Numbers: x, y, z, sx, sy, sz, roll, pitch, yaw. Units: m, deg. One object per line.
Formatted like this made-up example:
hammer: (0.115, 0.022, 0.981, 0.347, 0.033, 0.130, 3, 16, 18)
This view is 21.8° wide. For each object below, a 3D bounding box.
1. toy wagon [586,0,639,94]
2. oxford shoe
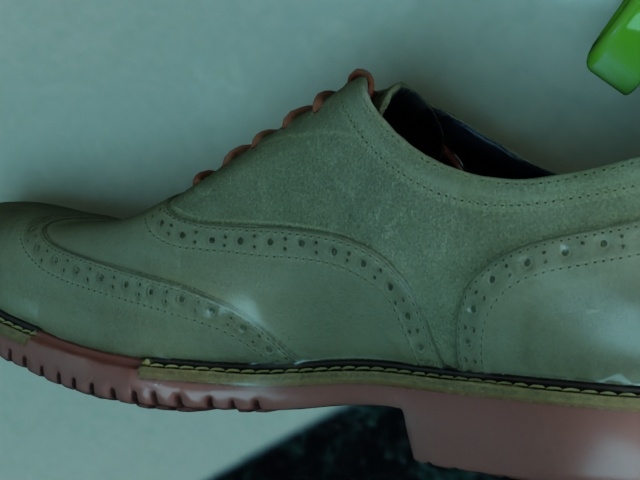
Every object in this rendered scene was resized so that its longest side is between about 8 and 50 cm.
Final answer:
toy wagon: (0.268, -0.077, 0.537, 0.267, 0.068, 0.344, 37, 116, 0)
oxford shoe: (0.000, 0.000, 0.621, 0.348, 0.123, 0.130, 6, 99, 27)
